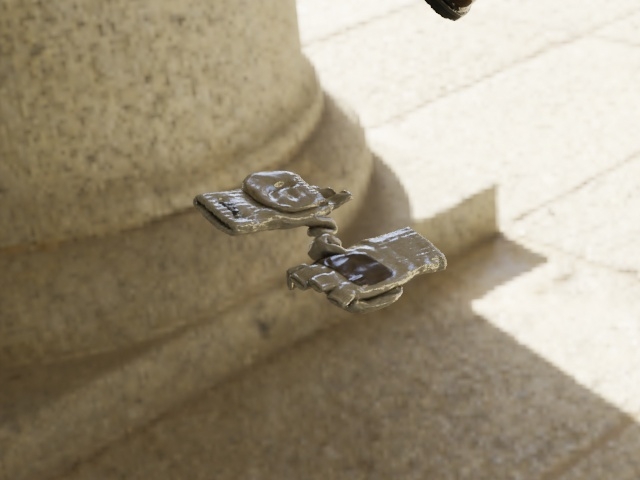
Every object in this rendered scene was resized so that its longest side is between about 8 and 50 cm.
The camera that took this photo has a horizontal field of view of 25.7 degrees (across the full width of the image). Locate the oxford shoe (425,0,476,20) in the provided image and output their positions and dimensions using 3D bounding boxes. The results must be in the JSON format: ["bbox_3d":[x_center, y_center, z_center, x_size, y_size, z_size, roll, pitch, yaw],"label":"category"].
[{"bbox_3d":[0.111,-0.248,0.955,0.096,0.083,0.227,-18,47,41],"label":"oxford shoe"}]

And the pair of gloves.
[{"bbox_3d":[0.000,0.000,1.567,0.240,0.042,0.204,34,33,24],"label":"pair of gloves"}]
